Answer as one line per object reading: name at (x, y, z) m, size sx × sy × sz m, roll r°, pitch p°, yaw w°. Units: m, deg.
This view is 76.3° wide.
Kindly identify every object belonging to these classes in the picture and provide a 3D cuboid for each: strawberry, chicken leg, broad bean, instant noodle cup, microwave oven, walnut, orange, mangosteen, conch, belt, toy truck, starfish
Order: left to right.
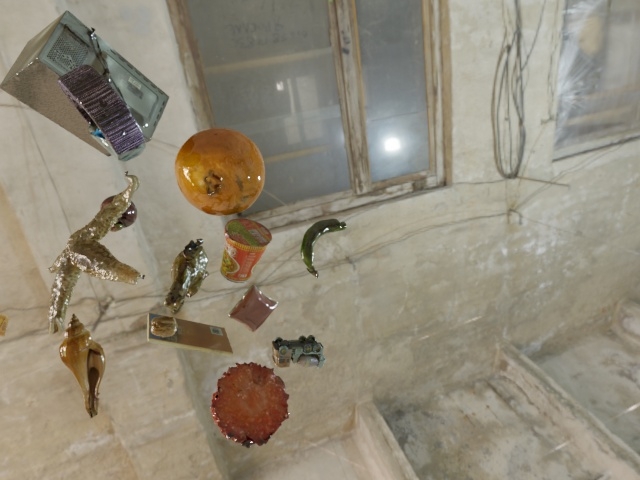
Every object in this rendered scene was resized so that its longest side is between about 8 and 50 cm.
conch at (-0.708, 0.375, 1.225) m, size 0.109 × 0.330 × 0.093 m, roll -14°, pitch -162°, yaw -33°
microwave oven at (-0.865, -0.564, 1.543) m, size 0.374 × 0.432 × 0.236 m, roll -7°, pitch -119°, yaw 33°
starfish at (-0.635, 0.046, 1.138) m, size 0.432 × 0.082 × 0.324 m, roll -37°, pitch -124°, yaw 9°
belt at (-0.605, -0.352, 1.144) m, size 0.122 × 0.260 × 0.325 m, roll -40°, pitch -140°, yaw -20°
mangosteen at (-1.000, -0.125, 1.997) m, size 0.200 × 0.200 × 0.200 m, roll -9°, pitch -158°, yaw 4°
walnut at (-0.578, 0.318, 1.508) m, size 0.096 × 0.082 × 0.079 m, roll 9°, pitch -141°, yaw -26°
chicken leg at (-0.563, 0.170, 1.686) m, size 0.140 × 0.211 × 0.361 m, roll 2°, pitch -135°, yaw 4°
orange at (-0.346, -0.238, 1.418) m, size 0.312 × 0.312 × 0.312 m, roll -9°, pitch -158°, yaw 4°
instant noodle cup at (-0.312, 0.050, 1.614) m, size 0.193 × 0.212 × 0.193 m, roll 18°, pitch -150°, yaw -11°
strawberry at (-0.209, 0.489, 1.180) m, size 0.234 × 0.178 × 0.234 m, roll 10°, pitch -128°, yaw -13°
toy truck at (-0.097, 0.524, 1.876) m, size 0.257 × 0.140 × 0.108 m, roll 1°, pitch -166°, yaw -20°
broad bean at (0.000, 0.000, 1.613) m, size 0.049 × 0.144 × 0.292 m, roll -20°, pitch -147°, yaw 52°

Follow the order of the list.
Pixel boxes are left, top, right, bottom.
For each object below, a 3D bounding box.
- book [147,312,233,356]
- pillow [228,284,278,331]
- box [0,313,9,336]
book at (-0.599, 0.429, 1.868) m, size 0.374 × 0.028 × 0.262 m, roll 18°, pitch -172°, yaw -25°
pillow at (-0.290, 0.291, 1.738) m, size 0.171 × 0.179 × 0.075 m, roll -50°, pitch -138°, yaw -8°
box at (-1.149, 0.255, 1.300) m, size 0.174 × 0.076 × 0.274 m, roll 9°, pitch 159°, yaw -17°
